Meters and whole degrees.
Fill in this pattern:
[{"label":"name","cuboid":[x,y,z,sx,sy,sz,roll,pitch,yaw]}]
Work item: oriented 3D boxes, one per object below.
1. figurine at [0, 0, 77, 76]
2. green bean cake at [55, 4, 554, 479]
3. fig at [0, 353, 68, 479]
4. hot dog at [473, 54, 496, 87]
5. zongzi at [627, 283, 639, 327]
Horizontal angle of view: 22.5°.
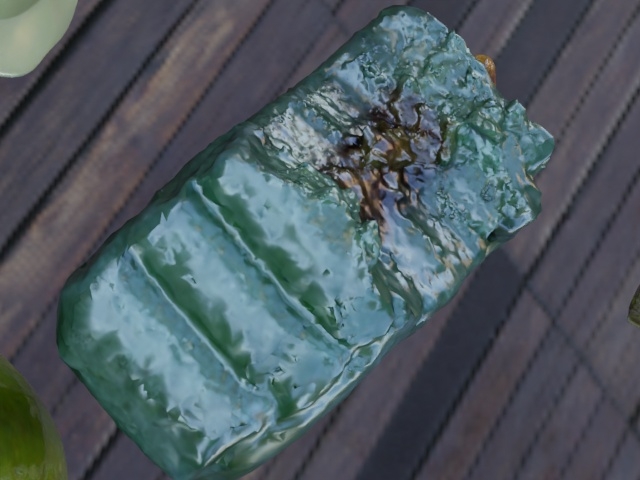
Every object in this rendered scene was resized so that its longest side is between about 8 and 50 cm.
[{"label":"figurine","cuboid":[-0.210,-0.120,0.757,0.154,0.262,0.180,48,44,-13]},{"label":"green bean cake","cuboid":[0.000,0.000,0.998,0.300,0.308,0.169,-43,88,2]},{"label":"fig","cuboid":[-0.337,0.146,1.068,0.258,0.326,0.258,-54,165,-22]},{"label":"hot dog","cuboid":[0.129,-0.112,1.392,0.144,0.038,0.062,75,33,-63]},{"label":"zongzi","cuboid":[0.371,0.075,0.915,0.289,0.154,0.317,-28,76,-39]}]
